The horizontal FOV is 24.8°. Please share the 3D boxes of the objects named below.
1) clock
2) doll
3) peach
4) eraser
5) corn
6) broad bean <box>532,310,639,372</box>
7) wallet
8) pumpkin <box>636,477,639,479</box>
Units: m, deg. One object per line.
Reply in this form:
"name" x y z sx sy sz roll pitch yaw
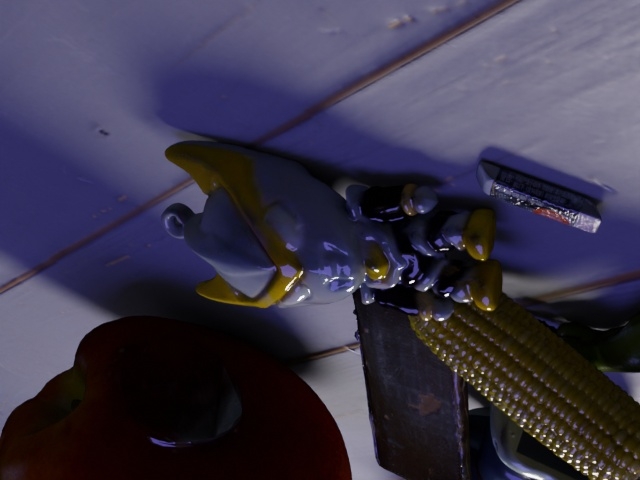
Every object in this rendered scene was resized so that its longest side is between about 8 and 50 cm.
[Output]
"clock" 0.192 0.222 1.453 0.199 0.146 0.243 22 150 -5
"doll" 0.000 0.004 1.215 0.316 0.103 0.145 6 147 26
"peach" -0.159 0.255 1.620 0.406 0.335 0.310 27 137 4
"eraser" 0.161 -0.031 1.079 0.099 0.019 0.027 20 157 7
"corn" 0.178 0.114 1.215 0.248 0.081 0.081 40 161 16
"broad bean" 0.263 0.072 1.160 0.098 0.056 0.318 37 156 -29
"wallet" 0.091 0.139 1.370 0.122 0.031 0.232 21 131 38
"pumpkin" 0.365 0.228 1.276 0.219 0.162 0.219 28 138 28
